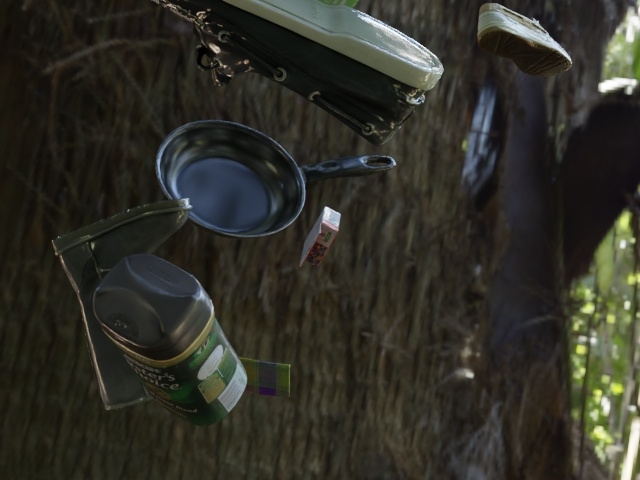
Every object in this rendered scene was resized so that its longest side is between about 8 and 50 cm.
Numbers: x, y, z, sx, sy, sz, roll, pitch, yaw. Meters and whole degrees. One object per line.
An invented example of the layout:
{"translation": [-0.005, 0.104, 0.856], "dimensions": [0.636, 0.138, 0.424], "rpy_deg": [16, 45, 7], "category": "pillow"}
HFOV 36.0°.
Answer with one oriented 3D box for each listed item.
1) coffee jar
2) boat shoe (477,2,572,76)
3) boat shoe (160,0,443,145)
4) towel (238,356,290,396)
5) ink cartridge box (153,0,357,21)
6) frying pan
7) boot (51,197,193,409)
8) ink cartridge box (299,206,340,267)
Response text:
{"translation": [-0.130, 0.089, 0.868], "dimensions": [0.096, 0.079, 0.184], "rpy_deg": [26, -25, 24], "category": "coffee jar"}
{"translation": [0.210, -0.207, 1.010], "dimensions": [0.050, 0.045, 0.135], "rpy_deg": [-22, -27, 40], "category": "boat shoe"}
{"translation": [-0.061, -0.188, 0.920], "dimensions": [0.340, 0.127, 0.113], "rpy_deg": [21, -62, -11], "category": "boat shoe"}
{"translation": [-0.084, 0.194, 1.401], "dimensions": [0.083, 0.009, 0.060], "rpy_deg": [6, -60, 8], "category": "towel"}
{"translation": [-0.090, -0.318, 1.014], "dimensions": [0.272, 0.115, 0.198], "rpy_deg": [26, -34, -17], "category": "ink cartridge box"}
{"translation": [-0.073, -0.099, 1.306], "dimensions": [0.197, 0.326, 0.053], "rpy_deg": [47, -42, 17], "category": "frying pan"}
{"translation": [-0.198, 0.072, 1.113], "dimensions": [0.189, 0.209, 0.076], "rpy_deg": [-21, -4, 20], "category": "boot"}
{"translation": [0.000, 0.000, 1.389], "dimensions": [0.029, 0.063, 0.115], "rpy_deg": [28, 19, -7], "category": "ink cartridge box"}
